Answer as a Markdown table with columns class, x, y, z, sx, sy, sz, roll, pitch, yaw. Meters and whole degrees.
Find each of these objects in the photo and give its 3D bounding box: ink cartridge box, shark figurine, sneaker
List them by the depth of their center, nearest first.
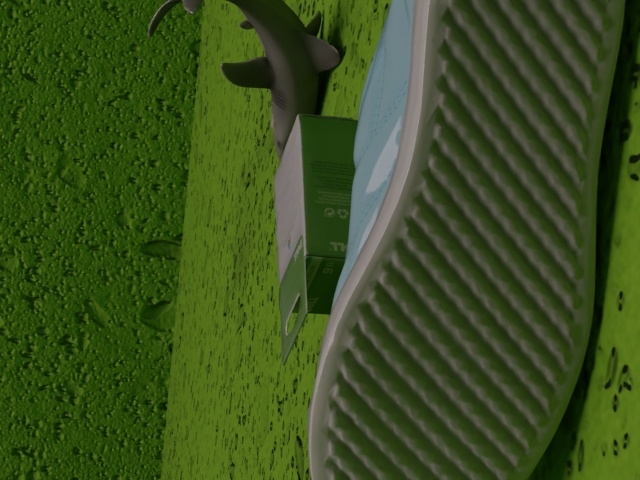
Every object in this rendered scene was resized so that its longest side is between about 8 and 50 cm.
| class | x | y | z | sx | sy | sz | roll | pitch | yaw |
| --- | --- | --- | --- | --- | --- | --- | --- | --- | --- |
| sneaker | 0.075 | -0.010 | 0.607 | 0.150 | 0.135 | 0.366 | -132 | 57 | -82 |
| ink cartridge box | 0.000 | 0.000 | 1.010 | 0.109 | 0.062 | 0.209 | 116 | 156 | -55 |
| shark figurine | -0.041 | -0.207 | 1.132 | 0.116 | 0.278 | 0.166 | 22 | 75 | 38 |
